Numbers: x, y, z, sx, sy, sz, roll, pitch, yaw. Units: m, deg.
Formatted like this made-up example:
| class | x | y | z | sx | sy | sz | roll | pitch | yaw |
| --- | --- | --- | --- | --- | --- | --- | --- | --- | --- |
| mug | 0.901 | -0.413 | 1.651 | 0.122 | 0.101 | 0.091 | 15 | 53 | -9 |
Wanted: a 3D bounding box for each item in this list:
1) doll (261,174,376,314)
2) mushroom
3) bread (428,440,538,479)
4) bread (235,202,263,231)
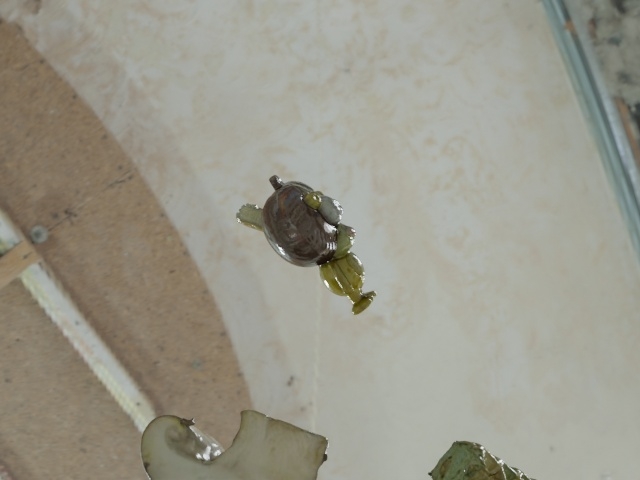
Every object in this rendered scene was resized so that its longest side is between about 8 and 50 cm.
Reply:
| class | x | y | z | sx | sy | sz | roll | pitch | yaw |
| --- | --- | --- | --- | --- | --- | --- | --- | --- | --- |
| doll | 0.002 | -0.001 | 1.255 | 0.188 | 0.096 | 0.145 | 44 | -163 | -24 |
| mushroom | -0.079 | 0.291 | 1.189 | 0.286 | 0.151 | 0.156 | 23 | -115 | -5 |
| bread | 0.291 | 0.400 | 1.623 | 0.269 | 0.087 | 0.098 | 34 | -79 | -33 |
| bread | -0.082 | -0.030 | 1.506 | 0.070 | 0.083 | 0.035 | 19 | -89 | 9 |
